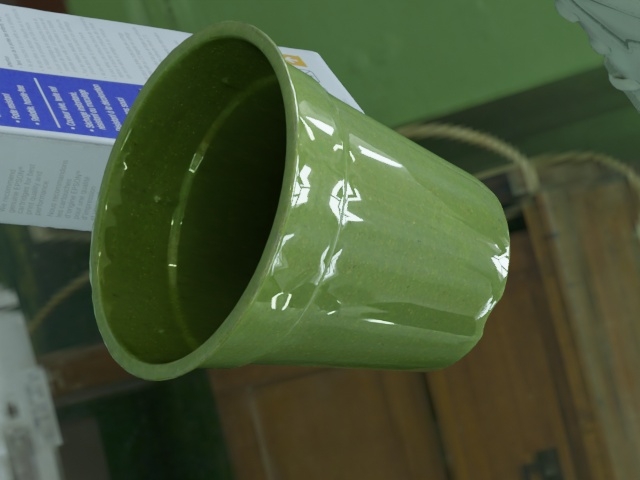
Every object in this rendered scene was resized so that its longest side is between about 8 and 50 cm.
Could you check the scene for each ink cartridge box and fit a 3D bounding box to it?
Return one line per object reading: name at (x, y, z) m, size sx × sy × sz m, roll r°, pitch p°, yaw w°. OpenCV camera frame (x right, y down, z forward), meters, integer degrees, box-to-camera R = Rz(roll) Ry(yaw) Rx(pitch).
ink cartridge box at (-0.142, -0.072, 0.996) m, size 0.371 × 0.069 × 0.176 m, roll 8°, pitch 27°, yaw -27°

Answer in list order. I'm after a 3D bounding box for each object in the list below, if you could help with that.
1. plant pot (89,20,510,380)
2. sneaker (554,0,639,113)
plant pot at (0.000, 0.000, 0.418) m, size 0.079 × 0.083 × 0.083 m, roll 17°, pitch 57°, yaw -34°
sneaker at (0.100, -0.081, 0.532) m, size 0.090 × 0.232 × 0.115 m, roll -51°, pitch 162°, yaw -44°
